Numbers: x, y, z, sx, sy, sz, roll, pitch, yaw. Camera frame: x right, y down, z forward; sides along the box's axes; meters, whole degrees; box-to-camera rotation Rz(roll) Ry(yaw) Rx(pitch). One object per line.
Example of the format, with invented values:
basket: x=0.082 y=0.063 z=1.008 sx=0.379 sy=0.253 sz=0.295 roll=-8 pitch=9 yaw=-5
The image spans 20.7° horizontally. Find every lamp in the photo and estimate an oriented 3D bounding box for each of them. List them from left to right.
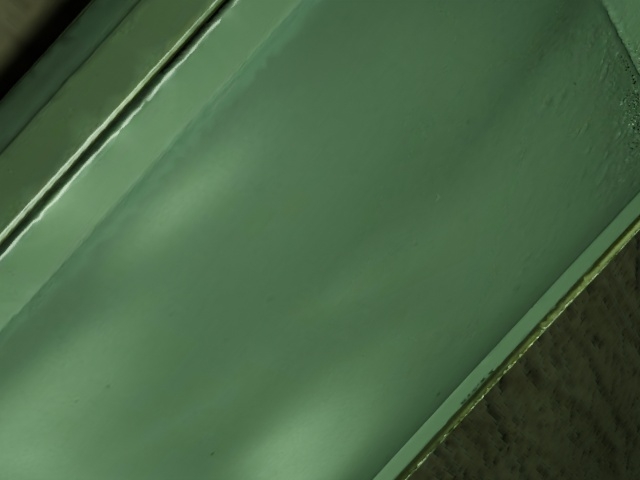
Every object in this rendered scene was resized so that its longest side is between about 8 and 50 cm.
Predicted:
lamp: x=0.000 y=0.000 z=0.518 sx=0.269 sy=0.047 sz=0.266 roll=-47 pitch=151 yaw=0
